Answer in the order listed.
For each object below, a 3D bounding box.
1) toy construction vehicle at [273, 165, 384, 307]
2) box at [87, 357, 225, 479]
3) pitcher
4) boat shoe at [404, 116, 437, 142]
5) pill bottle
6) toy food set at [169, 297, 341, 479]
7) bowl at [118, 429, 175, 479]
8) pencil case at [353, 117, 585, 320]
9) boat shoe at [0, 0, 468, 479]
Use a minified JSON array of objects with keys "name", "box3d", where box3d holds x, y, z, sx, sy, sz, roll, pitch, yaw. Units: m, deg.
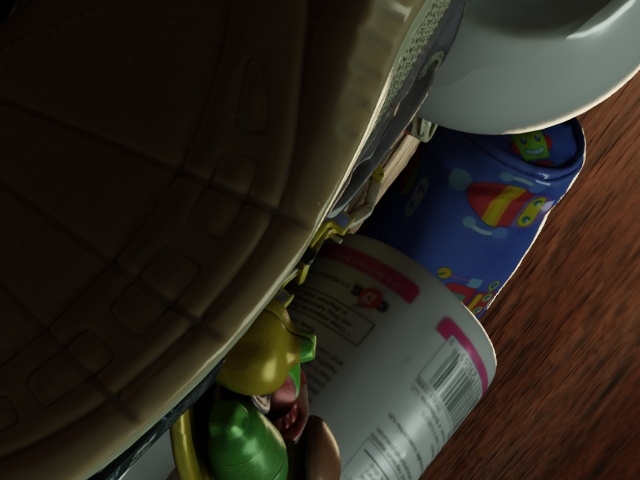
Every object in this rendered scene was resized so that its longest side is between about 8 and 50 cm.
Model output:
[{"name":"toy construction vehicle","box3d":[0.000,0.000,0.926,0.098,0.035,0.086,-48,171,-27]},{"name":"box","box3d":[-0.087,0.054,0.559,0.083,0.067,0.018,-43,168,-44]},{"name":"pitcher","box3d":[0.039,-0.085,0.536,0.178,0.125,0.207,-35,-179,-2]},{"name":"boat shoe","box3d":[0.074,-0.116,0.806,0.049,0.043,0.137,-36,161,-56]},{"name":"pill bottle","box3d":[-0.022,0.145,0.988,0.283,0.160,0.160,-49,171,-21]},{"name":"toy food set","box3d":[-0.026,0.081,0.720,0.218,0.071,0.128,84,8,-54]},{"name":"bowl","box3d":[-0.127,0.130,0.724,0.142,0.053,0.142,-50,171,-10]},{"name":"pencil case","box3d":[0.086,0.000,1.126,0.119,0.133,0.306,4,136,-28]},{"name":"boat shoe","box3d":[-0.020,-0.045,0.384,0.285,0.103,0.092,-57,165,-3]}]
